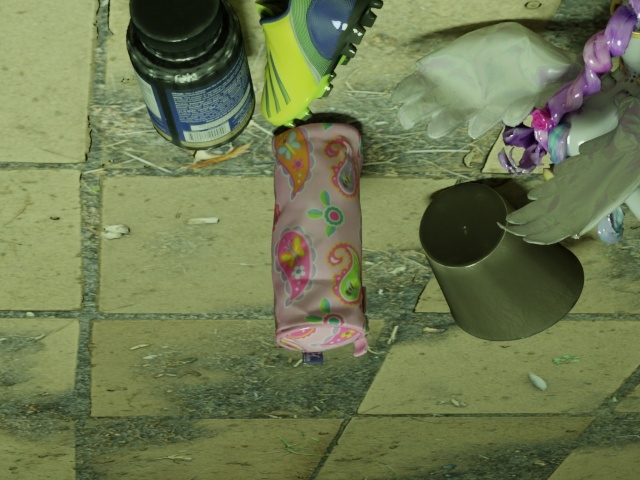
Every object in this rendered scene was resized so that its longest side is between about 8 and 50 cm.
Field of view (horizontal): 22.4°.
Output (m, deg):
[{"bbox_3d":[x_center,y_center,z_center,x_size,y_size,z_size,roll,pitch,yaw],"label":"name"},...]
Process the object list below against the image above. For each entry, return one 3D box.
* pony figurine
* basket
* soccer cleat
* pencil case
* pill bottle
[{"bbox_3d":[0.304,-0.137,1.797,0.351,0.303,0.363,-38,148,-2],"label":"pony figurine"},{"bbox_3d":[0.234,0.026,2.232,0.204,0.154,0.227,-16,149,20],"label":"basket"},{"bbox_3d":[-0.024,-0.219,1.761,0.121,0.093,0.289,32,154,-3],"label":"soccer cleat"},{"bbox_3d":[0.000,0.000,1.970,0.124,0.284,0.124,-2,160,-1],"label":"pencil case"},{"bbox_3d":[-0.140,-0.195,1.720,0.123,0.122,0.219,-5,155,2],"label":"pill bottle"}]
